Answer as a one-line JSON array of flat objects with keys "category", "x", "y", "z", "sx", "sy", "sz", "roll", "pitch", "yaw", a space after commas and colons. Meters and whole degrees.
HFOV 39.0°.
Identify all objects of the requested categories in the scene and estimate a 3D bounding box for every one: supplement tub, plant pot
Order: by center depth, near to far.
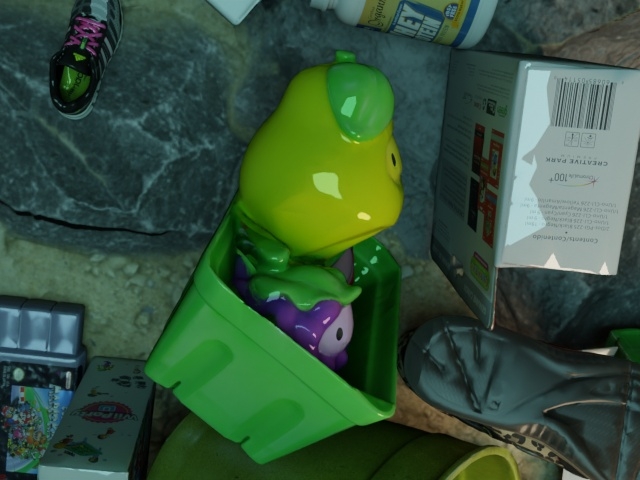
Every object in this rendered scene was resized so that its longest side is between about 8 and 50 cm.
[{"category": "supplement tub", "x": 0.096, "y": -0.306, "z": 1.027, "sx": 0.199, "sy": 0.144, "sz": 0.144, "roll": 10, "pitch": 103, "yaw": -6}, {"category": "plant pot", "x": -0.011, "y": 0.347, "z": 1.050, "sx": 0.353, "sy": 0.366, "sz": 0.366, "roll": 18, "pitch": 106, "yaw": 34}]

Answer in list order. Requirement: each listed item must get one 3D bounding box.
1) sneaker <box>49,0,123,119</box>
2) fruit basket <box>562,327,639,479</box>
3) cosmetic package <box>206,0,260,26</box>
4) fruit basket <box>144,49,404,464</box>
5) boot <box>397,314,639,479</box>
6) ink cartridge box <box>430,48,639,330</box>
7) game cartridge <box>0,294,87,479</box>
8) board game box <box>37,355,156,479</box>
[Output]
[{"category": "sneaker", "x": -0.276, "y": -0.221, "z": 1.056, "sx": 0.063, "sy": 0.075, "sz": 0.170, "roll": 19, "pitch": 101, "yaw": -8}, {"category": "fruit basket", "x": 0.483, "y": 0.288, "z": 1.193, "sx": 0.327, "sy": 0.165, "sz": 0.353, "roll": -3, "pitch": 108, "yaw": -2}, {"category": "cosmetic package", "x": -0.112, "y": -0.353, "z": 0.997, "sx": 0.183, "sy": 0.151, "sz": 0.151, "roll": 41, "pitch": 97, "yaw": -13}, {"category": "fruit basket", "x": 0.000, "y": 0.000, "z": 0.981, "sx": 0.283, "sy": 0.392, "sz": 0.392, "roll": 42, "pitch": 97, "yaw": -12}, {"category": "boot", "x": 0.260, "y": 0.191, "z": 1.071, "sx": 0.377, "sy": 0.284, "sz": 0.138, "roll": 19, "pitch": 84, "yaw": -1}, {"category": "ink cartridge box", "x": 0.223, "y": -0.069, "z": 1.010, "sx": 0.130, "sy": 0.309, "sz": 0.272, "roll": 4, "pitch": 104, "yaw": -5}, {"category": "game cartridge", "x": -0.429, "y": 0.243, "z": 1.170, "sx": 0.230, "sy": 0.068, "sz": 0.355, "roll": 8, "pitch": 103, "yaw": -2}, {"category": "board game box", "x": -0.261, "y": 0.296, "z": 1.066, "sx": 0.097, "sy": 0.303, "sz": 0.224, "roll": 6, "pitch": 104, "yaw": -5}]
